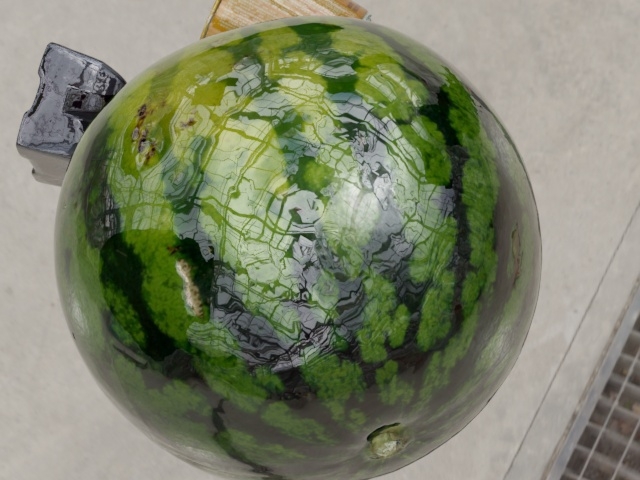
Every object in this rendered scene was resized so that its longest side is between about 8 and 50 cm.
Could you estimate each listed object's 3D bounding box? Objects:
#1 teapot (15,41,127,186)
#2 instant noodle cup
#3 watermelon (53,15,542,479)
[{"bbox_3d":[-0.172,-0.086,0.886,0.096,0.177,0.087,15,77,-4],"label":"teapot"},{"bbox_3d":[-0.045,-0.251,1.438,0.172,0.216,0.215,26,69,2],"label":"instant noodle cup"},{"bbox_3d":[-0.014,0.007,0.670,0.285,0.285,0.285,-3,64,6],"label":"watermelon"}]
